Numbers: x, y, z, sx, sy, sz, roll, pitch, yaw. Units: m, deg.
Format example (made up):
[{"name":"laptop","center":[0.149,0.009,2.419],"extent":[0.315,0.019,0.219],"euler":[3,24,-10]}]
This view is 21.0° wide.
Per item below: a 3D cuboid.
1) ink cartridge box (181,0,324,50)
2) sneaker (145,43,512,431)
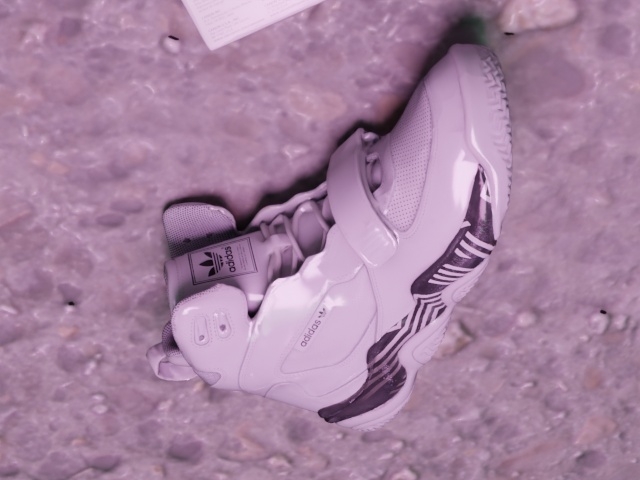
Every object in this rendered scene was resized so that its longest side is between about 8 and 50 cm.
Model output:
[{"name":"ink cartridge box","center":[-0.051,-0.236,1.165],"extent":[0.145,0.045,0.179],"euler":[-22,111,12]},{"name":"sneaker","center":[0.000,0.000,1.291],"extent":[0.210,0.137,0.366],"euler":[8,132,-17]}]
